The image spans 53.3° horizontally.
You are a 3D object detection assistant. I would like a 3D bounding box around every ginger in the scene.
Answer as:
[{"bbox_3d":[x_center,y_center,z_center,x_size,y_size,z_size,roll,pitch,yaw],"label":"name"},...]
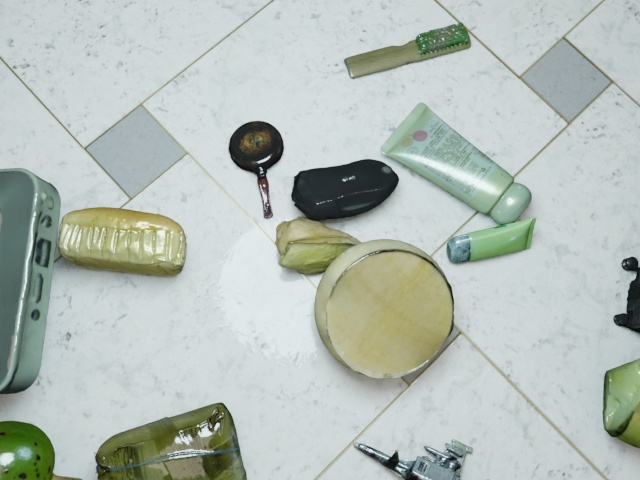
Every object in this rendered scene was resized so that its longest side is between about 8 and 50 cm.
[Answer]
[{"bbox_3d":[0.004,0.002,1.245,0.193,0.115,0.122,4,43,-24],"label":"ginger"}]

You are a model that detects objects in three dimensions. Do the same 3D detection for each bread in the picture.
[{"bbox_3d":[-0.367,0.001,1.199,0.237,0.140,0.106,7,73,-3],"label":"bread"}]

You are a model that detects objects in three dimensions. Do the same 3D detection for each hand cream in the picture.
[{"bbox_3d":[0.283,-0.147,1.295,0.306,0.093,0.147,38,77,8],"label":"hand cream"},{"bbox_3d":[0.338,0.004,1.268,0.175,0.095,0.045,-14,48,-3],"label":"hand cream"}]

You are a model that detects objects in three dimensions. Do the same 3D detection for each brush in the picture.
[{"bbox_3d":[0.192,-0.412,1.380,0.283,0.048,0.054,-17,75,-5],"label":"brush"}]

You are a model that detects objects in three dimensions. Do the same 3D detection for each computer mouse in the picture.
[{"bbox_3d":[0.048,-0.099,1.270,0.217,0.073,0.122,-11,46,-14],"label":"computer mouse"}]

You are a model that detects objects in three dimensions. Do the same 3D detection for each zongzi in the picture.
[{"bbox_3d":[-0.247,0.446,1.107,0.251,0.125,0.274,-16,83,-8],"label":"zongzi"}]

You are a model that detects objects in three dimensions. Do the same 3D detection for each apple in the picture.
[{"bbox_3d":[0.612,0.285,1.155,0.207,0.188,0.173,-34,76,-13],"label":"apple"}]

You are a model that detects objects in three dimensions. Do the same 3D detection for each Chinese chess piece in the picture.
[{"bbox_3d":[0.116,0.124,1.170,0.258,0.104,0.257,-2,98,-11],"label":"Chinese chess piece"}]

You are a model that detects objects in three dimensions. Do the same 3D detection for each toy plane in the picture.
[{"bbox_3d":[0.183,0.422,1.151,0.262,0.088,0.192,27,49,7],"label":"toy plane"}]

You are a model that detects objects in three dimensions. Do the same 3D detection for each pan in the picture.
[{"bbox_3d":[-0.125,-0.149,1.300,0.115,0.040,0.211,-10,76,0],"label":"pan"}]

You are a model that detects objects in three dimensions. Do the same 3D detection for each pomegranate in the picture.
[{"bbox_3d":[-0.513,0.408,1.085,0.225,0.187,0.186,27,75,-22],"label":"pomegranate"}]

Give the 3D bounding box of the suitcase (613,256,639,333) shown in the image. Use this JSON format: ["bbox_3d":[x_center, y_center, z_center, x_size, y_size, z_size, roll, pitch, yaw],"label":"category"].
[{"bbox_3d":[0.763,0.123,1.178,0.335,0.229,0.152,14,79,1],"label":"suitcase"}]

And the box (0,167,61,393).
[{"bbox_3d":[-0.670,0.073,1.138,0.397,0.111,0.395,-3,76,13],"label":"box"}]
